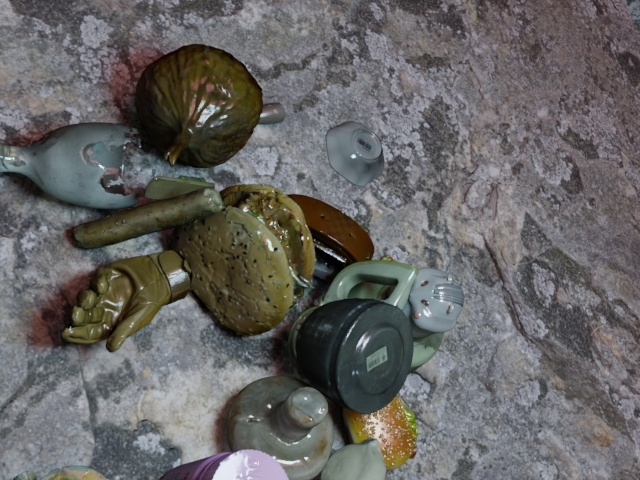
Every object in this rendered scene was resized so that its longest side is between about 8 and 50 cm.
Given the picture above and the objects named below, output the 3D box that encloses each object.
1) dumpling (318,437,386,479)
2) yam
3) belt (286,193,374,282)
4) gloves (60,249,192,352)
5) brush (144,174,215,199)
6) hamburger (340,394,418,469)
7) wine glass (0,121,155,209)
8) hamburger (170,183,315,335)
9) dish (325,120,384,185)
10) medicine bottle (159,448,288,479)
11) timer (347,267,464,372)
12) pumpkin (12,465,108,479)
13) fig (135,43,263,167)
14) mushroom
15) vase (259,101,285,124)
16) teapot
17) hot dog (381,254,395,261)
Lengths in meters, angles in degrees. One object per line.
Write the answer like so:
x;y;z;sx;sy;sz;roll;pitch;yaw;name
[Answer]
0.063;0.521;1.813;0.132;0.162;0.250;49;37;-21;dumpling
-0.358;-0.045;1.771;0.071;0.317;0.067;-93;165;-57;yam
0.000;0.000;2.023;0.261;0.184;0.105;28;55;-4;belt
-0.407;0.121;1.739;0.331;0.141;0.154;-30;114;-47;gloves
-0.312;-0.118;1.860;0.048;0.054;0.282;36;11;12;brush
0.138;0.426;1.978;0.173;0.116;0.210;-10;76;-33;hamburger
-0.533;-0.161;1.748;0.357;0.190;0.190;3;69;-27;wine glass
-0.155;0.030;1.864;0.318;0.277;0.195;50;43;0;hamburger
0.108;-0.244;2.266;0.190;0.066;0.191;13;64;-28;dish
-0.194;0.500;1.621;0.178;0.290;0.178;12;66;-29;medicine bottle
0.212;0.166;2.009;0.290;0.315;0.291;12;65;-27;timer
-0.481;0.547;1.481;0.293;0.197;0.263;-13;68;-29;pumpkin
-0.279;-0.249;1.857;0.286;0.286;0.369;30;37;-19;fig
-0.073;0.383;1.781;0.243;0.243;0.243;13;64;-28;mushroom
-0.144;-0.317;2.143;0.100;0.053;0.053;-15;79;-33;vase
0.055;0.192;1.852;0.239;0.239;0.322;5;96;-46;teapot
0.185;0.073;2.214;0.037;0.021;0.083;-39;95;-27;hot dog
